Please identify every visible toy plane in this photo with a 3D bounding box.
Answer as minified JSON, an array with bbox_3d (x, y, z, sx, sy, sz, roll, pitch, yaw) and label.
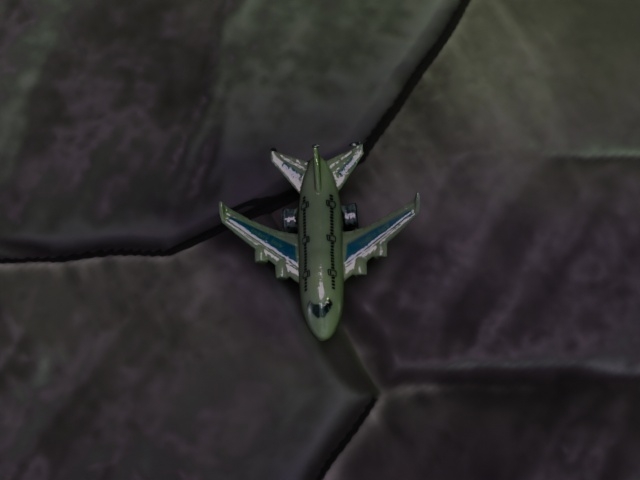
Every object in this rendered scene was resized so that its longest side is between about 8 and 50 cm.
[{"bbox_3d":[0.000,0.001,0.598,0.080,0.033,0.083,-2,74,1],"label":"toy plane"}]
